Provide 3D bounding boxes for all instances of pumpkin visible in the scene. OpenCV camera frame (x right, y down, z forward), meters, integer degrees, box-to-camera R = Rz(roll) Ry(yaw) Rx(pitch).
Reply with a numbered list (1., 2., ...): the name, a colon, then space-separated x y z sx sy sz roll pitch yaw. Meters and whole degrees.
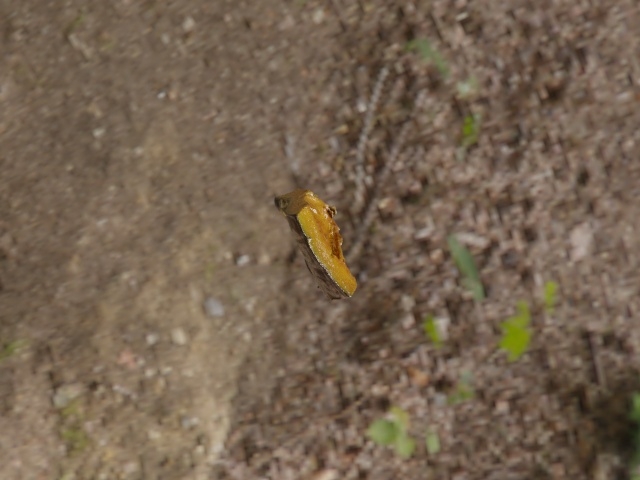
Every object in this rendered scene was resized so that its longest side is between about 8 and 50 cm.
1. pumpkin: 0.001 0.001 1.063 0.035 0.101 0.073 -25 105 -5
